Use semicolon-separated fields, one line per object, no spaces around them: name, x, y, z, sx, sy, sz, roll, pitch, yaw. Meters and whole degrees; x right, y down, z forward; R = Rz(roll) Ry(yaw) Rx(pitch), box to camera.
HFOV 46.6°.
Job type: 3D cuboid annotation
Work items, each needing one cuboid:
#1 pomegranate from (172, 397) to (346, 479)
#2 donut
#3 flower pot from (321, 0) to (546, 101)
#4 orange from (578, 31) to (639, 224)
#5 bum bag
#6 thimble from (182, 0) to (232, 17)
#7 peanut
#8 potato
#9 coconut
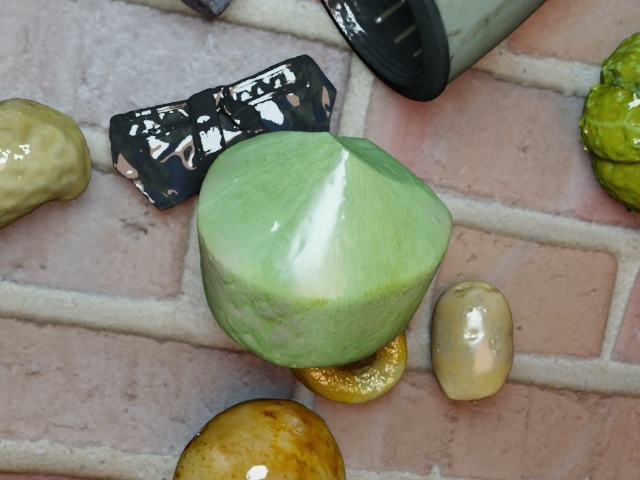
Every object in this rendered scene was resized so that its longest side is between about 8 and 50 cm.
pomegranate;-0.082;0.336;1.007;0.248;0.248;0.248;-2;102;-10
donut;0.046;0.163;1.071;0.178;0.065;0.162;6;100;-11
flower pot;0.173;-0.374;0.871;0.330;0.293;0.294;-36;106;-6
orange;0.521;-0.164;1.015;0.301;0.223;0.300;-30;111;-4
bum bag;-0.118;-0.141;0.974;0.310;0.074;0.137;-20;102;-8
thimble;-0.155;-0.345;0.887;0.150;0.150;0.098;33;93;-15
peanut;-0.471;-0.089;0.871;0.387;0.169;0.192;-3;93;-14
potato;0.221;0.145;1.080;0.109;0.118;0.178;6;87;-47
coconut;0.000;0.000;0.902;0.328;0.281;0.328;11;139;10
